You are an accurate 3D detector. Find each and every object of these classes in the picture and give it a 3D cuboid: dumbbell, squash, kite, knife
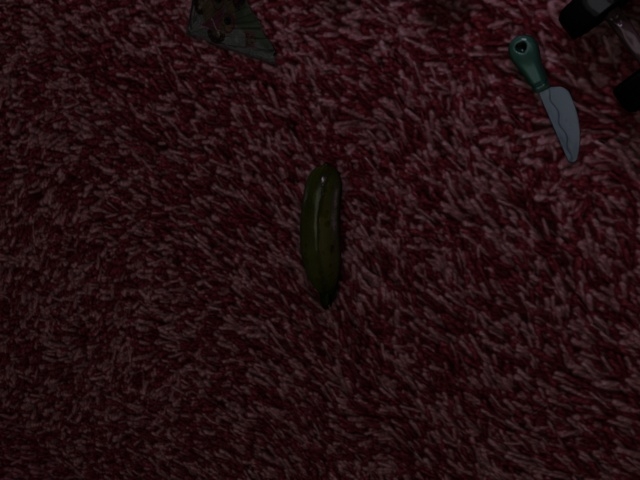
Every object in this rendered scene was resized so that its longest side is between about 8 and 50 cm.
[{"bbox_3d":[0.524,-0.343,1.470,0.152,0.152,0.218,-38,87,32],"label":"dumbbell"},{"bbox_3d":[0.000,0.000,1.893,0.095,0.094,0.340,9,111,25],"label":"squash"},{"bbox_3d":[-0.195,-0.507,1.874,0.268,0.013,0.322,-26,96,33],"label":"kite"},{"bbox_3d":[0.432,-0.268,1.619,0.063,0.034,0.260,-28,99,25],"label":"knife"}]
